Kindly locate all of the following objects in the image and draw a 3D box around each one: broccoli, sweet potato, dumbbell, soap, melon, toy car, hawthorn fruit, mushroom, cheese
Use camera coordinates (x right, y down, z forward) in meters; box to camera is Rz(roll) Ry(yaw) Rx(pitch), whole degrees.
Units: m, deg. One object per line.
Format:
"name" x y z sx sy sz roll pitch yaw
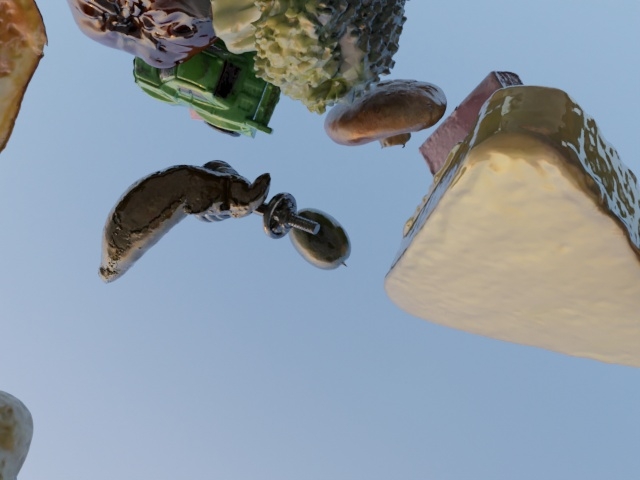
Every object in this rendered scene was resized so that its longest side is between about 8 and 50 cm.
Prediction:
"broccoli" -0.025 -0.347 0.723 0.280 0.293 0.348 -5 -79 33
"sweet potato" -0.222 -0.047 0.778 0.309 0.098 0.124 -28 -66 -1
"dumbbell" -0.110 -0.057 0.855 0.254 0.110 0.110 20 -101 27
"soap" 0.397 -0.194 1.237 0.107 0.296 0.286 -7 -113 -31
"melon" 0.000 0.000 1.153 0.114 0.114 0.167 -43 -100 -4
"toy car" -0.234 -0.358 1.132 0.358 0.176 0.214 24 -79 -1
"hawthorn fruit" -0.282 -0.471 0.917 0.308 0.308 0.325 18 -134 14
"mushroom" 0.141 -0.279 1.157 0.278 0.278 0.146 -17 -72 5
"cheese" 0.224 0.024 0.649 0.383 0.384 0.104 20 -122 14

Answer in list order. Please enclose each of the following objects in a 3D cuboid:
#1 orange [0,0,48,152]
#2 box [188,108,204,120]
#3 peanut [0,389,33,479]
"orange" -0.515 -0.239 0.677 0.310 0.274 0.274 -31 -111 36
"box" -0.311 -0.374 1.392 0.043 0.089 0.125 -52 -129 40
"peanut" -0.480 0.351 0.722 0.146 0.147 0.306 -19 -121 4
